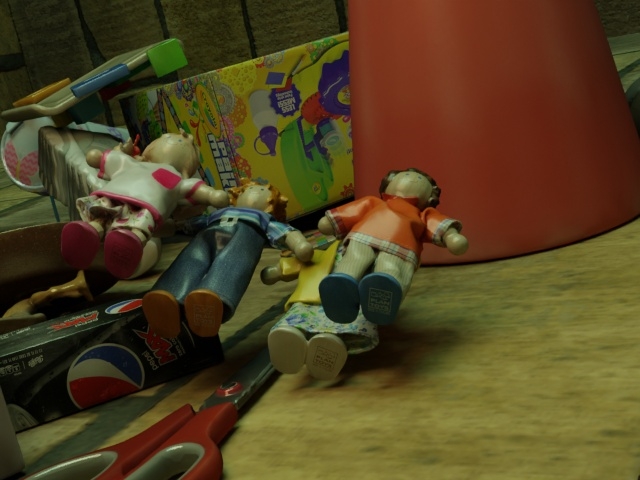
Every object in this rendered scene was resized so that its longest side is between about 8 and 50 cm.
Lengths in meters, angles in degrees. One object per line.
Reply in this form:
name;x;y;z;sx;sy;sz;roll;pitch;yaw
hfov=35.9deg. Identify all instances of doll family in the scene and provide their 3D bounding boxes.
doll family;-0.035;0.009;0.657;0.263;0.118;0.163;11;34;13

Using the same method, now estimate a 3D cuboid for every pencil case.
pencil case;-0.332;-0.119;1.419;0.113;0.124;0.273;-24;-9;21

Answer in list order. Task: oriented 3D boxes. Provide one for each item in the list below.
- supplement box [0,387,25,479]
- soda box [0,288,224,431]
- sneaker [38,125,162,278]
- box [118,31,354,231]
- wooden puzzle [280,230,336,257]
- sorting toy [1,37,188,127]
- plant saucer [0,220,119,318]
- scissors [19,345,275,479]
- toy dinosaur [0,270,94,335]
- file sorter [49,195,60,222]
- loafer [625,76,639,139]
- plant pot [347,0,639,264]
supplement box;-0.282;0.078;0.621;0.073;0.130;0.239;-22;15;-36
soda box;-0.156;0.078;0.673;0.169;0.053;0.060;-17;14;-20
sneaker;-0.224;-0.061;1.088;0.115;0.105;0.281;-10;37;-27
box;-0.039;-0.135;1.174;0.290;0.177;0.279;-22;12;-29
wooden puzzle;0.000;0.000;0.950;0.083;0.006;0.049;-21;15;-1
sorting toy;-0.272;-0.180;1.192;0.196;0.047;0.347;-33;19;-24
plant saucer;-0.254;0.034;0.879;0.198;0.036;0.198;-14;-14;-4
scissors;-0.052;0.099;0.569;0.109;0.021;0.297;-5;13;38
toy dinosaur;-0.235;0.069;0.784;0.112;0.064;0.211;-21;-6;-8
file sorter;-0.254;-0.064;1.287;0.170;0.104;0.118;-23;15;-37
loafer;0.451;-0.125;0.851;0.366;0.134;0.130;-19;15;17
plant pot;0.142;-0.134;0.882;0.275;0.243;0.275;-13;12;3
